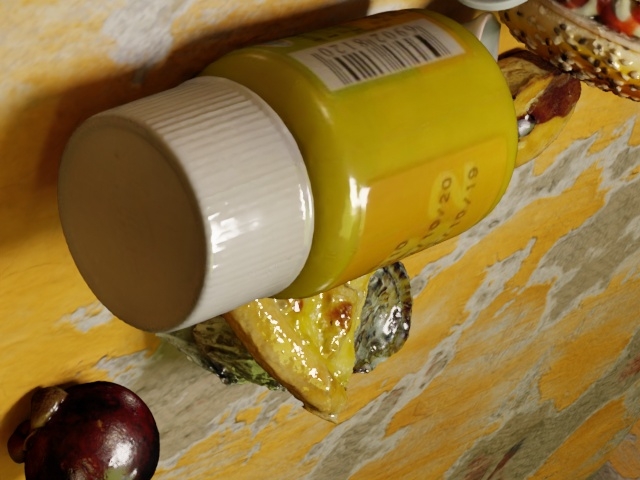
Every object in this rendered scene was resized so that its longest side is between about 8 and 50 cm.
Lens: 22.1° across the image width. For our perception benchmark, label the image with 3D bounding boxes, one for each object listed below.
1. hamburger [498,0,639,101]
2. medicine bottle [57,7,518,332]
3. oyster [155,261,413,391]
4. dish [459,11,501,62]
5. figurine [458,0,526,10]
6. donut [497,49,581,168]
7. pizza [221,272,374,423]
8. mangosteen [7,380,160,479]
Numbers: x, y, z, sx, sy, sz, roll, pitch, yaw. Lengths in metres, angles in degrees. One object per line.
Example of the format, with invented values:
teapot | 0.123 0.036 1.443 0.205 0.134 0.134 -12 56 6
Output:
hamburger | 0.309 -0.232 1.624 0.300 0.300 0.176 3 113 -60
medicine bottle | -0.022 -0.063 1.427 0.384 0.224 0.224 -22 149 -44
oyster | -0.027 0.081 1.805 0.351 0.162 0.158 -9 172 -42
dish | 0.113 -0.134 1.667 0.229 0.081 0.229 18 90 -79
figurine | 0.123 -0.287 1.412 0.176 0.133 0.236 -26 164 6
donut | 0.212 -0.145 1.874 0.184 0.073 0.166 -28 154 -31
pizza | 0.000 0.000 1.683 0.280 0.075 0.287 49 58 -28
mangosteen | -0.241 0.208 1.661 0.152 0.152 0.152 -36 156 -19
